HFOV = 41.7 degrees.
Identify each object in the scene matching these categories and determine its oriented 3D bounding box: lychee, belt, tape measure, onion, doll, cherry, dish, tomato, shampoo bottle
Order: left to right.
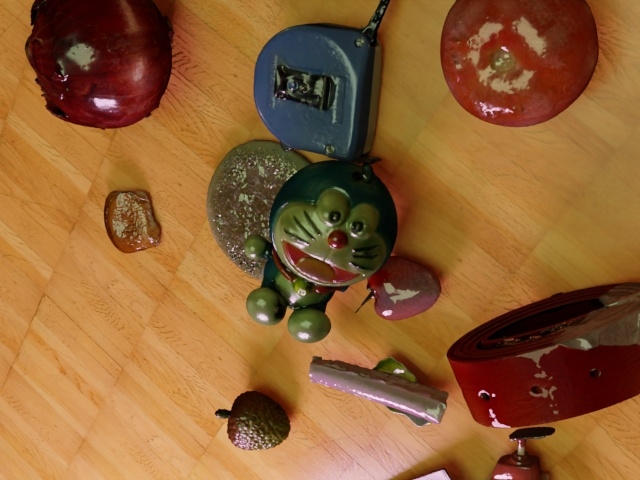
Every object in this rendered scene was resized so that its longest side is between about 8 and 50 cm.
[{"bbox_3d":[-0.371,-0.323,1.435,0.276,0.276,0.276,10,111,27],"label":"onion"},{"bbox_3d":[-0.127,0.340,1.585,0.146,0.114,0.114,15,116,-2],"label":"lychee"},{"bbox_3d":[0.001,0.000,1.323,0.199,0.186,0.322,28,127,-13],"label":"doll"},{"bbox_3d":[0.009,-0.303,1.307,0.215,0.098,0.351,15,111,24],"label":"tape measure"},{"bbox_3d":[0.131,0.081,1.369,0.126,0.087,0.106,13,106,6],"label":"cherry"},{"bbox_3d":[0.149,0.258,1.444,0.137,0.039,0.091,41,122,15],"label":"dish"},{"bbox_3d":[0.264,-0.255,1.121,0.208,0.184,0.208,11,116,23],"label":"tomato"},{"bbox_3d":[0.333,0.430,1.375,0.153,0.071,0.284,7,111,32],"label":"shampoo bottle"},{"bbox_3d":[0.348,0.154,1.188,0.324,0.227,0.115,-20,99,20],"label":"belt"}]

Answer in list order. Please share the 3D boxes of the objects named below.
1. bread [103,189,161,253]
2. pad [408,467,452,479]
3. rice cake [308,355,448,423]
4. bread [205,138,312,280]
[{"bbox_3d":[-0.376,-0.037,1.644,0.126,0.044,0.129,-7,99,30],"label":"bread"},{"bbox_3d":[0.169,0.532,1.502,0.300,0.005,0.202,-35,80,43],"label":"pad"},{"bbox_3d":[0.094,0.249,1.422,0.270,0.049,0.055,14,111,30],"label":"rice cake"},{"bbox_3d":[-0.095,-0.045,1.482,0.267,0.040,0.267,10,111,26],"label":"bread"}]
